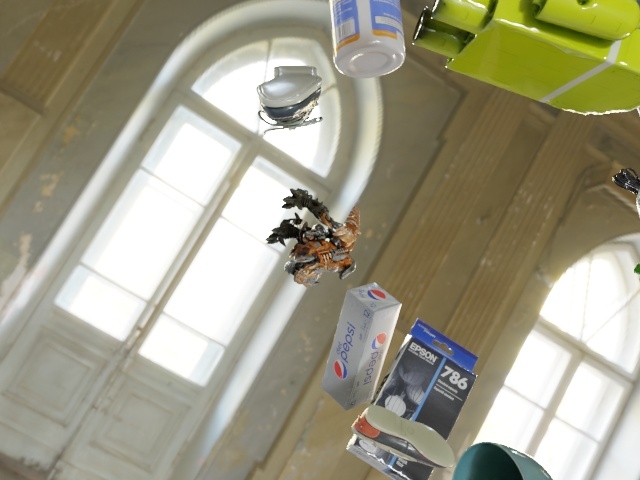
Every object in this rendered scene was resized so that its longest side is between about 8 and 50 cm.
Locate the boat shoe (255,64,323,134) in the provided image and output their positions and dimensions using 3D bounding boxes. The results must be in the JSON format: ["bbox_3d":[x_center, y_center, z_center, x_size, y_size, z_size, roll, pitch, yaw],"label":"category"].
[{"bbox_3d":[-0.045,-0.202,1.044,0.095,0.079,0.254,-2,22,-2],"label":"boat shoe"}]

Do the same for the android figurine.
[{"bbox_3d":[0.240,-0.201,0.759,0.273,0.056,0.248,17,-4,-3],"label":"android figurine"}]

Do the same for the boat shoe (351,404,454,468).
[{"bbox_3d":[0.105,0.254,0.905,0.137,0.043,0.049,28,33,-11],"label":"boat shoe"}]

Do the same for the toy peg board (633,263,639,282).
[{"bbox_3d":[0.726,0.057,1.487,0.079,0.161,0.160,34,-9,39],"label":"toy peg board"}]

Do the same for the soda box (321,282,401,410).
[{"bbox_3d":[0.091,0.244,1.648,0.091,0.286,0.098,-12,36,-39],"label":"soda box"}]

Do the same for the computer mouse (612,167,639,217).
[{"bbox_3d":[0.479,-0.042,1.032,0.106,0.042,0.193,40,24,-2],"label":"computer mouse"}]

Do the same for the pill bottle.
[{"bbox_3d":[0.095,-0.502,1.534,0.152,0.272,0.152,-4,-15,-1],"label":"pill bottle"}]

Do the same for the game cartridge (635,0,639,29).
[{"bbox_3d":[0.380,-0.364,0.815,0.297,0.062,0.198,58,-17,-27],"label":"game cartridge"}]

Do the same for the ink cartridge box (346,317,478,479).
[{"bbox_3d":[0.203,0.323,1.465,0.165,0.332,0.065,31,-28,2],"label":"ink cartridge box"}]

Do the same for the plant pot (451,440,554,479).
[{"bbox_3d":[0.505,0.674,1.857,0.195,0.290,0.290,11,0,-28],"label":"plant pot"}]

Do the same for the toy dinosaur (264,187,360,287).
[{"bbox_3d":[0.000,0.000,1.658,0.218,0.164,0.322,35,17,12],"label":"toy dinosaur"}]

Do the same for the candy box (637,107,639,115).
[{"bbox_3d":[0.670,-0.267,1.297,0.109,0.187,0.053,64,-5,-12],"label":"candy box"}]
